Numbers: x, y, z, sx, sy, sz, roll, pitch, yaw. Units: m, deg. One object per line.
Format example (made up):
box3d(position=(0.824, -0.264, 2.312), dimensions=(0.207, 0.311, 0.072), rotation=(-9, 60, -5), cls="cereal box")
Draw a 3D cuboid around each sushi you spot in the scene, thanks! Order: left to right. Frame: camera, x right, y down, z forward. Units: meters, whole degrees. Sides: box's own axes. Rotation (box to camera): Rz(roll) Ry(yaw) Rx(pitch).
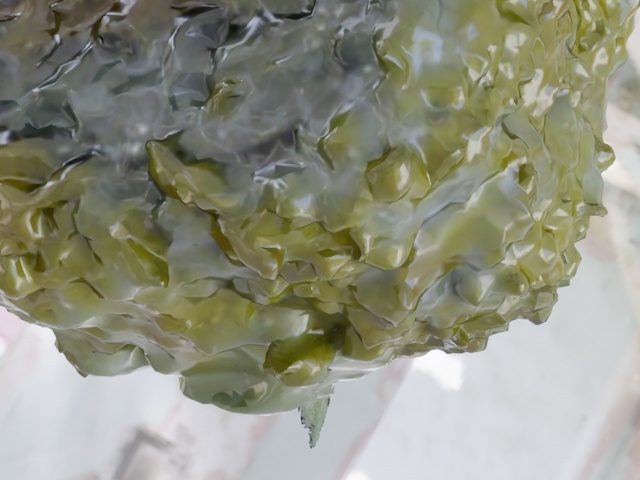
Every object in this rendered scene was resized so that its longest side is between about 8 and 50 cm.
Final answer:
box3d(position=(-0.051, -0.102, 0.805), dimensions=(0.397, 0.351, 0.240), rotation=(2, -17, 26), cls="sushi")

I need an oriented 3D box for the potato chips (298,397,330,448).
box3d(position=(-0.016, 0.054, 1.242), dimensions=(0.026, 0.209, 0.142), rotation=(-7, 19, 8), cls="potato chips")
